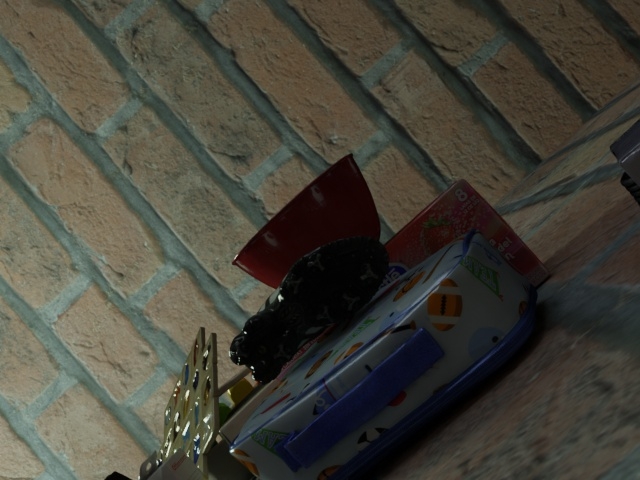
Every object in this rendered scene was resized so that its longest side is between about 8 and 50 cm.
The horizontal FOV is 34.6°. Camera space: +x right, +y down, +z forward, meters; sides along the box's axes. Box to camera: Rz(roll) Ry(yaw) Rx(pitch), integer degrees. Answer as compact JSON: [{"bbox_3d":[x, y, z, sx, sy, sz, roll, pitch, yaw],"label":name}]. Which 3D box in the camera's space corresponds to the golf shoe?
[{"bbox_3d":[-0.009,0.055,1.020,0.198,0.077,0.094,-39,3,22],"label":"golf shoe"}]

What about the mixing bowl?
[{"bbox_3d":[0.000,0.000,1.135,0.181,0.098,0.181,-42,-3,-3],"label":"mixing bowl"}]

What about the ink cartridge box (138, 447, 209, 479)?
[{"bbox_3d":[-0.185,0.341,1.310,0.090,0.143,0.092,-42,-3,4],"label":"ink cartridge box"}]

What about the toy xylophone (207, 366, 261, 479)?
[{"bbox_3d":[-0.105,0.268,1.701,0.322,0.081,0.236,-35,-48,-20],"label":"toy xylophone"}]

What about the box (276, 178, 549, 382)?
[{"bbox_3d":[0.095,0.079,1.164,0.300,0.142,0.154,-42,-2,7],"label":"box"}]

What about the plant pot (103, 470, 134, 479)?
[{"bbox_3d":[-0.347,0.494,1.674,0.188,0.167,0.187,-42,-2,30],"label":"plant pot"}]

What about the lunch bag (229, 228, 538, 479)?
[{"bbox_3d":[0.058,0.123,0.943,0.303,0.115,0.243,-42,0,15],"label":"lunch bag"}]

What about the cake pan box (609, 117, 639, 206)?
[{"bbox_3d":[0.380,-0.139,0.940,0.267,0.070,0.246,-43,-5,14],"label":"cake pan box"}]

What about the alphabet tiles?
[{"bbox_3d":[-0.205,0.310,1.546,0.285,0.011,0.343,-97,25,-44],"label":"alphabet tiles"}]

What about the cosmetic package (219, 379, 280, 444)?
[{"bbox_3d":[-0.047,0.248,1.466,0.160,0.113,0.309,-42,-1,-8],"label":"cosmetic package"}]
